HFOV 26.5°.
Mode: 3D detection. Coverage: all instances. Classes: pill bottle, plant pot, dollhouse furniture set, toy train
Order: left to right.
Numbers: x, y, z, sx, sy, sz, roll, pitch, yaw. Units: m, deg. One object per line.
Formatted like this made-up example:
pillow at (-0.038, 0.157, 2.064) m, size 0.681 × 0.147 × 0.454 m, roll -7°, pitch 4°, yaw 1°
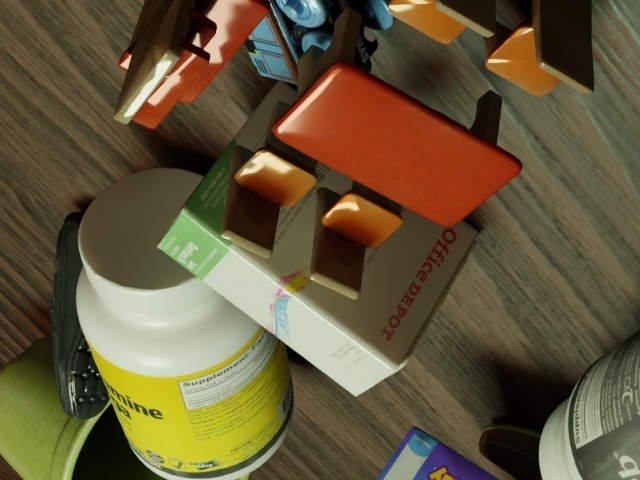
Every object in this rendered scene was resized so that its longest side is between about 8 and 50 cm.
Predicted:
plant pot at (-0.265, 0.235, 1.643) m, size 0.254 × 0.276 × 0.276 m, roll 21°, pitch 150°, yaw 43°
pill bottle at (-0.133, 0.087, 1.334) m, size 0.188 × 0.188 × 0.334 m, roll 22°, pitch 148°, yaw 21°
toy train at (-0.021, -0.186, 0.937) m, size 0.105 × 0.080 × 0.184 m, roll 17°, pitch 147°, yaw 39°
dollhouse furniture set at (0.006, -0.083, 0.865) m, size 0.259 × 0.135 × 0.262 m, roll 26°, pitch 135°, yaw -22°
pill bottle at (0.283, 0.136, 1.020) m, size 0.162 × 0.162 × 0.278 m, roll 34°, pitch 150°, yaw -1°

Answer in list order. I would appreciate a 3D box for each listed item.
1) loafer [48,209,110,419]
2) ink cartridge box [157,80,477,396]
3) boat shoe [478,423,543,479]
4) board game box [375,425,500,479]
loafer at (-0.253, 0.078, 1.453) m, size 0.078 × 0.223 × 0.076 m, roll 9°, pitch -174°, yaw 44°
ink cartridge box at (0.000, 0.000, 1.107) m, size 0.212 × 0.154 × 0.093 m, roll 36°, pitch 150°, yaw -4°
boat shoe at (0.232, 0.236, 1.320) m, size 0.178 × 0.060 × 0.064 m, roll 26°, pitch 150°, yaw 14°
board game box at (0.217, 0.317, 1.285) m, size 0.233 × 0.078 × 0.347 m, roll 30°, pitch 171°, yaw 38°
